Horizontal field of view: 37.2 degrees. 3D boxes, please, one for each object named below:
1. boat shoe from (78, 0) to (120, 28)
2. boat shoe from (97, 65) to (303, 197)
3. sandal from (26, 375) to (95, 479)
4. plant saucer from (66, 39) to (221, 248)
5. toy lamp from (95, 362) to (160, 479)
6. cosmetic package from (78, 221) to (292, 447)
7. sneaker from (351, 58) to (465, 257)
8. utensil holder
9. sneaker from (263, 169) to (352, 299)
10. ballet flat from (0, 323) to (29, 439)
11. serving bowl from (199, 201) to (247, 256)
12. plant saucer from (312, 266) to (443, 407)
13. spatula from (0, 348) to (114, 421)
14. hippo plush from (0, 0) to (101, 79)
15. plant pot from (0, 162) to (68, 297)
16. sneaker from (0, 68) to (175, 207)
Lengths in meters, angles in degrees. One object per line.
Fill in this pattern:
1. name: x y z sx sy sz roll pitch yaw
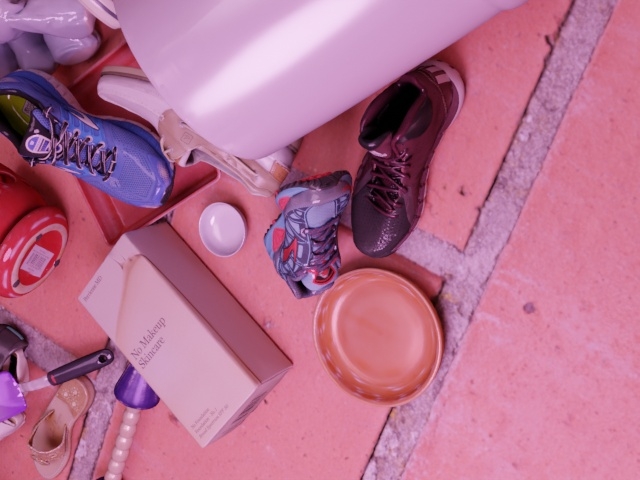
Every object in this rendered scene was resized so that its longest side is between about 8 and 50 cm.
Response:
1. boat shoe: -0.312 -0.517 1.293 0.156 0.187 0.500 -22 66 18
2. boat shoe: -0.182 -0.154 1.331 0.302 0.113 0.103 21 87 6
3. sandal: -0.477 0.336 1.661 0.088 0.079 0.240 39 116 17
4. plant saucer: -0.286 -0.156 1.475 0.259 0.047 0.258 -29 85 30
5. toy lamp: -0.321 0.316 1.571 0.080 0.080 0.275 27 111 22
6. cosmetic package: -0.208 0.140 1.454 0.309 0.113 0.160 46 118 13
7. sneaker: 0.078 -0.098 1.215 0.106 0.162 0.281 27 111 22
8. utensil holder: 0.001 -0.317 1.105 0.385 0.327 0.328 -31 84 26
9. sneaker: 0.000 0.000 1.257 0.262 0.104 0.125 112 139 -66
10. ballet flat: -0.578 0.286 1.704 0.096 0.095 0.280 18 109 9
11. serving bowl: -0.142 -0.018 1.432 0.083 0.027 0.083 6 102 28
12. plant saucer: 0.082 0.133 1.332 0.200 0.037 0.200 6 103 29
13. spatula: -0.476 0.242 1.626 0.296 0.030 0.084 -21 99 19
14. hippo plush: -0.485 -0.392 1.443 0.234 0.294 0.237 -35 62 55
15. plant pot: -0.521 -0.016 1.558 0.174 0.191 0.191 28 113 13
16. sneaker: -0.367 -0.137 1.401 0.330 0.147 0.130 28 113 9
